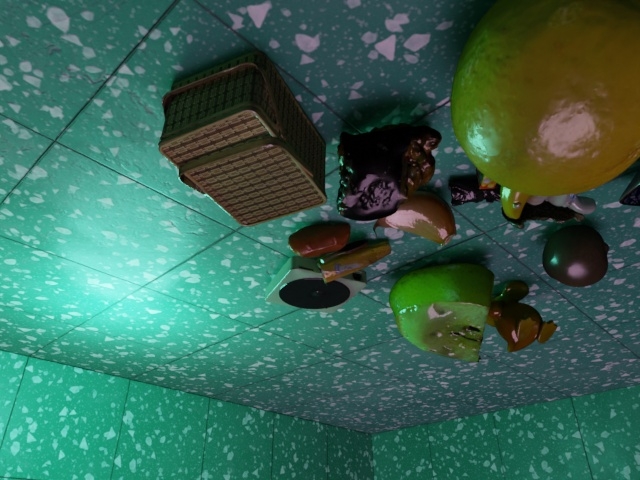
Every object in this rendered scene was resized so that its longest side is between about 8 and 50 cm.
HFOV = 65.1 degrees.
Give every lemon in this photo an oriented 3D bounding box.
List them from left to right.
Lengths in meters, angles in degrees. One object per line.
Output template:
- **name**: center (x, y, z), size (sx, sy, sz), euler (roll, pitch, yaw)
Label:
- **lemon**: center (0.368, -0.238, 0.781), size (0.347, 0.348, 0.348), euler (0, 148, 0)

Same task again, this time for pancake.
- **pancake**: center (0.538, -0.063, 1.216), size (0.190, 0.184, 0.020), euler (10, 119, 19)

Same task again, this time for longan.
- **longan**: center (0.706, 0.045, 1.389), size (0.189, 0.189, 0.189), euler (0, 148, 0)

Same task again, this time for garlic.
- **garlic**: center (0.235, -0.064, 1.263), size (0.206, 0.128, 0.115), euler (8, -171, -2)

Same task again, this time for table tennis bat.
- **table tennis bat**: center (0.066, 0.028, 1.406), size (0.156, 0.013, 0.087), euler (-25, -167, -28)

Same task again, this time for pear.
- **pear**: center (0.374, 0.201, 1.578), size (0.317, 0.239, 0.342), euler (7, 140, 15)

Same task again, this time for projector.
- **projector**: center (-0.020, 0.142, 1.610), size (0.257, 0.079, 0.259), euler (14, 145, -21)

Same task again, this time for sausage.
- **sausage**: center (0.000, 0.000, 1.381), size (0.179, 0.089, 0.089), euler (-11, 148, -1)

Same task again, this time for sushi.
- **sushi**: center (0.134, -0.151, 1.038), size (0.203, 0.200, 0.213), euler (3, 125, -6)

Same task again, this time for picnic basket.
- **picnic basket**: center (-0.144, -0.183, 0.999), size (0.228, 0.175, 0.313), euler (-14, 145, 21)

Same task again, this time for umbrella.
- **umbrella**: center (0.429, -0.127, 1.209), size (0.235, 0.059, 0.066), euler (-7, 105, 4)

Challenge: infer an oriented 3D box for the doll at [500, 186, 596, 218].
- **doll**: center (0.521, -0.141, 1.115), size (0.237, 0.111, 0.252), euler (-16, 128, -6)

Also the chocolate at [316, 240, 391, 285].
- **chocolate**: center (0.099, 0.051, 1.449), size (0.219, 0.086, 0.086), euler (-21, 147, -2)

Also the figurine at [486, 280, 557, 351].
- **figurine**: center (0.642, 0.258, 1.684), size (0.215, 0.228, 0.215), euler (-6, 135, -6)

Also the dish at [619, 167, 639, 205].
- **dish**: center (0.834, -0.154, 1.148), size (0.243, 0.080, 0.182), euler (4, 148, -10)

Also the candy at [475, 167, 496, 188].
- **candy**: center (0.383, -0.176, 1.123), size (0.038, 0.062, 0.122), euler (0, 148, 2)
